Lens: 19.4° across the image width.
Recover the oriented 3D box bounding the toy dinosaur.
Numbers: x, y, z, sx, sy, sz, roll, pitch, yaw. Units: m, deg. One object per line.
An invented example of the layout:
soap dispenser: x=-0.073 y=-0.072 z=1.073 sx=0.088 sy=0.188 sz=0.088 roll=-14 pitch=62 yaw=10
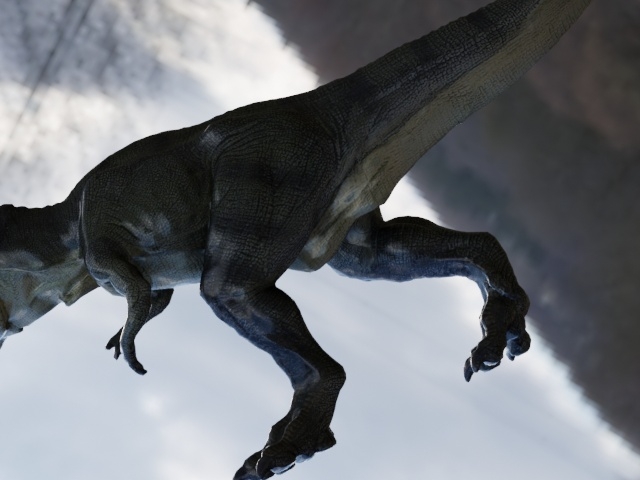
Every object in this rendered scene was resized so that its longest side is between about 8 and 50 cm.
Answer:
toy dinosaur: x=0.000 y=0.000 z=0.576 sx=0.118 sy=0.268 sz=0.064 roll=64 pitch=-176 yaw=8
